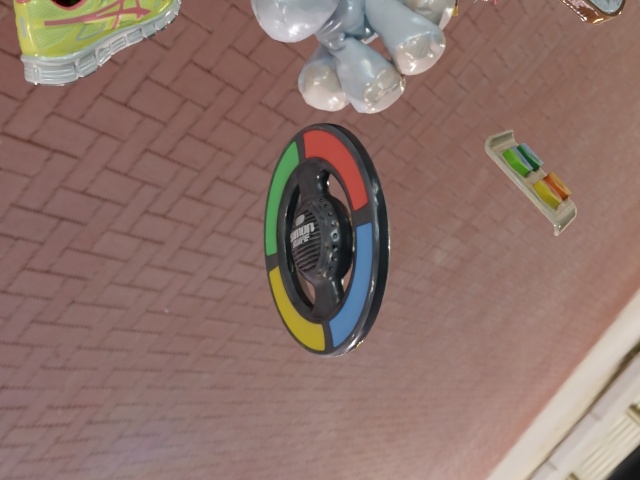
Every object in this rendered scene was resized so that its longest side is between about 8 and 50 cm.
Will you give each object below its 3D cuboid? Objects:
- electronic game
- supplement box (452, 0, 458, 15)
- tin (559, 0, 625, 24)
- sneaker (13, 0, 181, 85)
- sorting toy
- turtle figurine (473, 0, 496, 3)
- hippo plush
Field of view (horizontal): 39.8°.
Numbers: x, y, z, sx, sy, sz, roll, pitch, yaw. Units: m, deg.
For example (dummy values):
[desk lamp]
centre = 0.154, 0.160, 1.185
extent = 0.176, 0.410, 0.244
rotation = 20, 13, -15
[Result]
[electronic game]
centre = 0.000, 0.000, 0.865
extent = 0.048, 0.229, 0.229
rotation = -2, 136, -29
[supplement box]
centre = 0.201, -0.605, 1.938
extent = 0.129, 0.191, 0.194
rotation = -12, 118, -36
[tin]
centre = 0.381, -0.397, 1.302
extent = 0.190, 0.106, 0.040
rotation = 27, 157, -26
[sneaker]
centre = -0.202, -0.227, 0.816
extent = 0.208, 0.082, 0.094
rotation = -55, 142, -44
[sorting toy]
centre = 0.389, -0.114, 1.596
extent = 0.038, 0.208, 0.193
rotation = -40, 173, 26
[turtle figurine]
centre = 0.329, -0.566, 1.723
extent = 0.234, 0.175, 0.118
rotation = -51, 165, -4
[hippo plush]
centre = 0.031, -0.339, 1.178
extent = 0.234, 0.294, 0.236
rotation = -11, 151, 31
